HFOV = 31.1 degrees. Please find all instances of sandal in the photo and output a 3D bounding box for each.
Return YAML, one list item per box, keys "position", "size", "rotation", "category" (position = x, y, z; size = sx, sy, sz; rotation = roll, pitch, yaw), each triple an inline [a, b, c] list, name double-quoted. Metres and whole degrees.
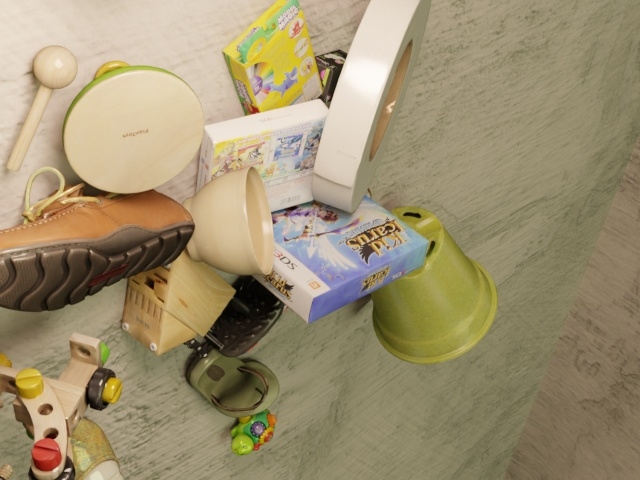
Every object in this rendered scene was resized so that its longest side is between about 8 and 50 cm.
- position: [-0.152, 0.277, 2.135]
  size: [0.120, 0.086, 0.303]
  rotation: [-56, 153, -3]
  category: "sandal"

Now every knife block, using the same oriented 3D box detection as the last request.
- position: [-0.197, 0.070, 1.842]
  size: [0.242, 0.088, 0.276]
  rotation: [-28, 140, -46]
  category: "knife block"

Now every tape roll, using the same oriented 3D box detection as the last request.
- position: [0.083, -0.233, 1.848]
  size: [0.392, 0.072, 0.392]
  rotation: [21, 90, -83]
  category: "tape roll"

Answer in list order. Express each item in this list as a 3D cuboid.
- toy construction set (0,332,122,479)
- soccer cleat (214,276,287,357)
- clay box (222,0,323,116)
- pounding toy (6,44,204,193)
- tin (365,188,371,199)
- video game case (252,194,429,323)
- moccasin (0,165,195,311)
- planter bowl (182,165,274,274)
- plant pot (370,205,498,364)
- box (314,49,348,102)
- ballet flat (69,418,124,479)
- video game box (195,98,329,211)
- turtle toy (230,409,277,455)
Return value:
- position: [-0.410, 0.182, 1.527]
  size: [0.237, 0.257, 0.309]
  rotation: [-59, 136, -39]
  category: "toy construction set"
- position: [-0.070, 0.081, 2.045]
  size: [0.318, 0.108, 0.116]
  rotation: [-57, 150, -9]
  category: "soccer cleat"
- position: [-0.071, -0.263, 1.734]
  size: [0.127, 0.053, 0.222]
  rotation: [-46, 150, -18]
  category: "clay box"
- position: [-0.274, -0.167, 1.475]
  size: [0.236, 0.110, 0.183]
  rotation: [9, 122, -32]
  category: "pounding toy"
- position: [0.042, -0.079, 2.143]
  size: [0.106, 0.040, 0.190]
  rotation: [-49, 152, -8]
  category: "tin"
- position: [0.000, 0.000, 1.890]
  size: [0.269, 0.244, 0.061]
  rotation: [-24, 141, -38]
  category: "video game case"
- position: [-0.324, -0.011, 1.508]
  size: [0.380, 0.147, 0.139]
  rotation: [-26, 154, -52]
  category: "moccasin"
- position: [-0.140, -0.022, 1.695]
  size: [0.162, 0.109, 0.162]
  rotation: [-8, 90, -79]
  category: "planter bowl"
- position: [0.199, 0.072, 2.355]
  size: [0.276, 0.276, 0.254]
  rotation: [-49, 140, -16]
  category: "plant pot"
- position: [0.019, -0.269, 1.882]
  size: [0.083, 0.052, 0.062]
  rotation: [-24, 139, -47]
  category: "box"
- position: [-0.370, 0.434, 1.909]
  size: [0.123, 0.123, 0.349]
  rotation: [-35, 145, -38]
  category: "ballet flat"
- position: [-0.092, -0.117, 1.782]
  size: [0.205, 0.048, 0.187]
  rotation: [-16, 144, -27]
  category: "video game box"
- position: [-0.135, 0.384, 2.301]
  size: [0.130, 0.066, 0.095]
  rotation: [-29, 141, -44]
  category: "turtle toy"
